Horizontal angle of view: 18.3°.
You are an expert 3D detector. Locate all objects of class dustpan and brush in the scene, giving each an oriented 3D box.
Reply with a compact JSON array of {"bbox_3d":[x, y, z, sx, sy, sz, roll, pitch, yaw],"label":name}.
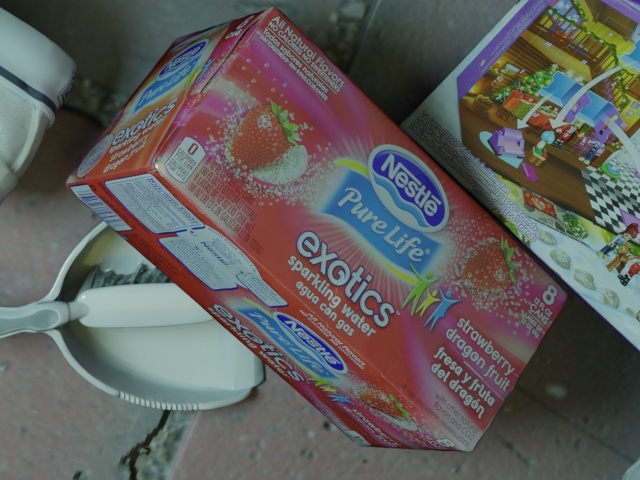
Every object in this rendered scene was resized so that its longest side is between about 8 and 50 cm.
[{"bbox_3d":[-0.133,0.039,1.180,0.211,0.060,0.147,-4,106,-12],"label":"dustpan and brush"}]

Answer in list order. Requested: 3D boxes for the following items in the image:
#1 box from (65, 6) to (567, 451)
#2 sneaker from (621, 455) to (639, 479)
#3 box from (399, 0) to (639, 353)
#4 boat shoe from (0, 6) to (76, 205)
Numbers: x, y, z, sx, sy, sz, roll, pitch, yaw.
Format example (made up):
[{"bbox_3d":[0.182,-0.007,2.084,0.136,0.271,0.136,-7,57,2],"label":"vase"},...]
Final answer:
[{"bbox_3d":[0.000,0.000,1.142,0.257,0.128,0.122,43,68,-20],"label":"box"},{"bbox_3d":[0.236,0.140,1.247,0.210,0.137,0.365,-22,112,-8],"label":"sneaker"},{"bbox_3d":[0.216,-0.041,1.138,0.201,0.057,0.293,-46,65,3],"label":"box"},{"bbox_3d":[-0.320,-0.109,1.052,0.367,0.136,0.156,29,77,-24],"label":"boat shoe"}]
